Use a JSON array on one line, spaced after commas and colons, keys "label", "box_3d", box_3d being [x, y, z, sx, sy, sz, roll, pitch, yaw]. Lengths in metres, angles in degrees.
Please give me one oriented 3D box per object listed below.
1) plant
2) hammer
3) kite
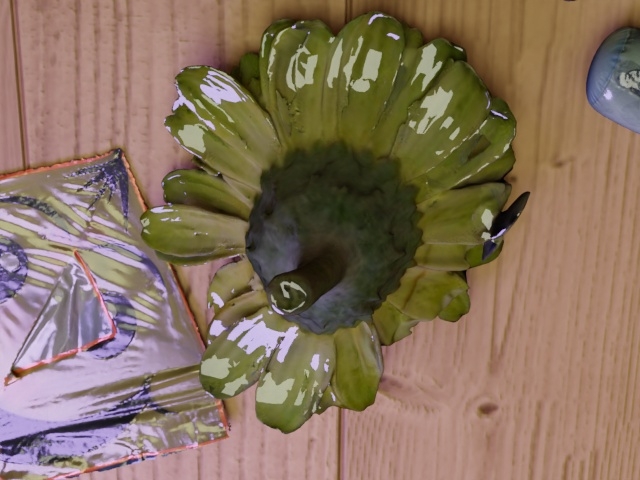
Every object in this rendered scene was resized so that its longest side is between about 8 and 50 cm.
[{"label": "plant", "box_3d": [0.033, -0.010, 1.114, 0.261, 0.297, 0.306, -11, 100, -22]}, {"label": "hammer", "box_3d": [0.271, -0.158, 1.087, 0.116, 0.069, 0.194, 25, 107, -5]}, {"label": "kite", "box_3d": [-0.231, 0.059, 1.267, 0.377, 0.013, 0.327, 30, 114, -6]}]
